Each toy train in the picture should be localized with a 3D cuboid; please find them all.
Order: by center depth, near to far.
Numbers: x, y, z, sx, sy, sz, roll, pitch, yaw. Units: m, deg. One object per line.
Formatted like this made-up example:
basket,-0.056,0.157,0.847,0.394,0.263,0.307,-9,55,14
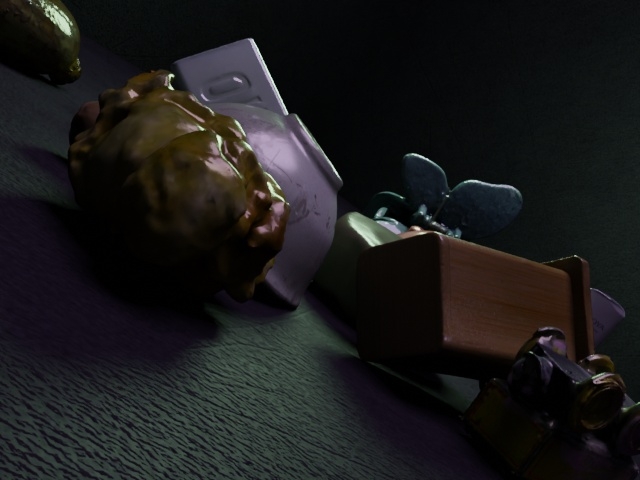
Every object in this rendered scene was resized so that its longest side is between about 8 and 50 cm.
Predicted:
toy train,0.306,0.222,1.084,0.261,0.177,0.134,29,9,-36

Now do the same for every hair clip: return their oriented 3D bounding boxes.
hair clip,0.249,-0.005,2.172,0.318,0.392,0.238,32,-19,-6

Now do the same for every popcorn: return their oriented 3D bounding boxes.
popcorn,-0.125,-0.041,0.885,0.225,0.173,0.286,39,3,-38

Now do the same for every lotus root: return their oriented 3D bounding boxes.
lotus root,-0.529,-0.388,1.555,0.173,0.173,0.309,39,1,40

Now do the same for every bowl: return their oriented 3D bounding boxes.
bowl,-0.060,-0.079,1.155,0.313,0.146,0.313,57,4,-6

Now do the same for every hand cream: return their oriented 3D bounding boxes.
hand cream,0.448,0.205,1.610,0.079,0.255,0.048,35,9,1

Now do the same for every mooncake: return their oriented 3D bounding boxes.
mooncake,0.104,0.073,1.397,0.275,0.135,0.275,34,10,-7

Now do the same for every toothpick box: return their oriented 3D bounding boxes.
toothpick box,0.205,0.099,1.190,0.308,0.187,0.190,15,-20,-40

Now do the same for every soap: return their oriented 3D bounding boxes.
soap,-0.137,-0.196,1.521,0.265,0.160,0.087,66,-19,8

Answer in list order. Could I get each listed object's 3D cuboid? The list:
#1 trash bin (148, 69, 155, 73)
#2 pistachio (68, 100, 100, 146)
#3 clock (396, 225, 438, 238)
trash bin,-0.236,-0.202,1.645,0.239,0.184,0.161,21,10,-16
pistachio,-0.247,-0.119,1.127,0.149,0.113,0.113,37,5,-22
clock,0.221,0.074,1.870,0.227,0.142,0.241,44,20,12
